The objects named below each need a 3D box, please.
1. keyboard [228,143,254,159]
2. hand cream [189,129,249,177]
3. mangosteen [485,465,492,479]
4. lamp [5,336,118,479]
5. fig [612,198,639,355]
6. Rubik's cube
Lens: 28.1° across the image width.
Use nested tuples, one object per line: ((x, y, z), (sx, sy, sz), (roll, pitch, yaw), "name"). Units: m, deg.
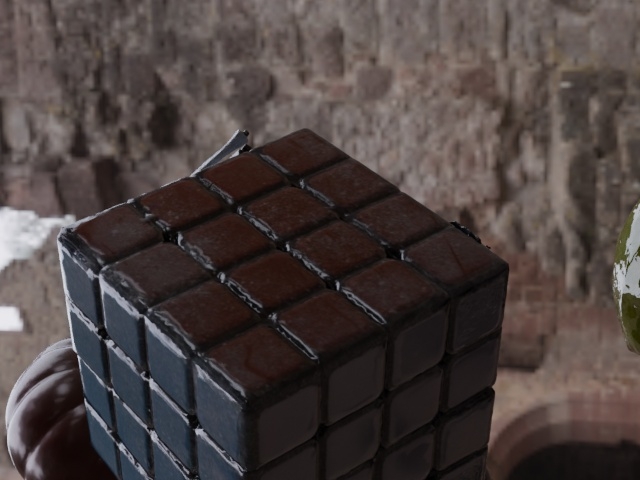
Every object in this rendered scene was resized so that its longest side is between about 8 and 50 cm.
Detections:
((0.011, -0.034, 1.729), (0.106, 0.317, 0.027), (-31, 34, 60), "keyboard")
((-0.120, -0.097, 1.479), (0.019, 0.093, 0.030), (53, 166, -13), "hand cream")
((0.211, 0.389, 1.933), (0.137, 0.151, 0.137), (-34, -25, -19), "mangosteen")
((-0.283, 0.264, 1.755), (0.257, 0.303, 0.303), (-54, 0, 24), "lamp")
((0.530, 0.035, 1.616), (0.343, 0.343, 0.343), (1, -90, -76), "fig")
((-0.040, 0.135, 1.363), (0.344, 0.344, 0.337), (-23, -48, -29), "Rubik's cube")
